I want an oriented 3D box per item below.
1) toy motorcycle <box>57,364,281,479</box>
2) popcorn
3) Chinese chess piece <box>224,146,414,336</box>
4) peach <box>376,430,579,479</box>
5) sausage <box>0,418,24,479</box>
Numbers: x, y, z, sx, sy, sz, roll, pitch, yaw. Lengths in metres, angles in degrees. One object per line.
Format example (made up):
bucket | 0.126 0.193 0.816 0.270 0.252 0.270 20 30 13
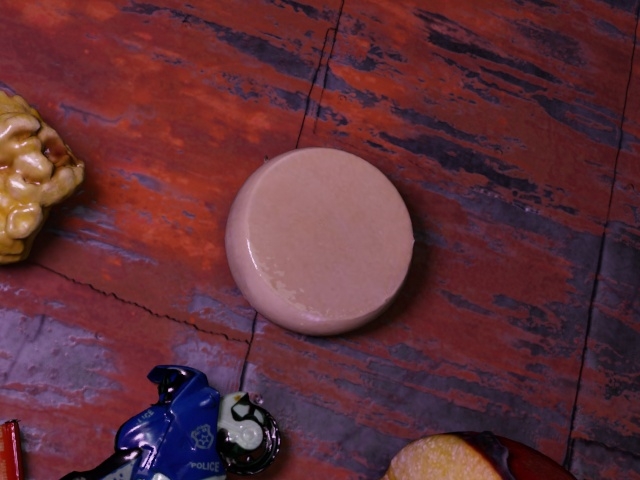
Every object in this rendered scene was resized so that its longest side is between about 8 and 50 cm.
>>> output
toy motorcycle | -0.211 0.279 1.669 0.331 0.125 0.196 -34 85 -28
popcorn | -0.409 -0.089 1.667 0.200 0.203 0.226 31 57 -15
Chinese chess piece | 0.000 0.000 1.834 0.273 0.102 0.273 5 74 -18
peach | 0.215 0.441 1.655 0.416 0.339 0.353 59 28 5
sausage | -0.388 0.352 1.603 0.083 0.083 0.263 -4 76 -20
